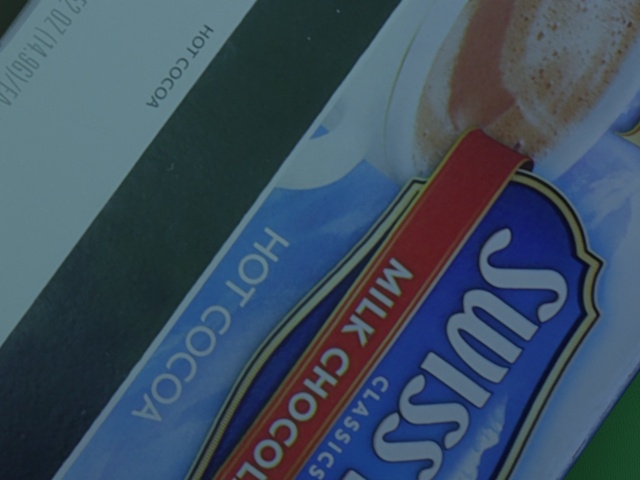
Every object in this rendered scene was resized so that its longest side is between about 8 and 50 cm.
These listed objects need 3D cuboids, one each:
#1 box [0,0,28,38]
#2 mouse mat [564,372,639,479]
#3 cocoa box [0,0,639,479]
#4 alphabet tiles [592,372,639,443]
[{"bbox_3d":[-0.100,-0.140,0.910,0.275,0.113,0.094,-11,63,6],"label":"box"},{"bbox_3d":[0.175,0.063,0.798,0.153,0.007,0.189,23,71,21],"label":"mouse mat"},{"bbox_3d":[0.000,0.000,0.699,0.228,0.231,0.347,36,85,3],"label":"cocoa box"},{"bbox_3d":[0.206,-0.041,0.850,0.343,0.011,0.285,4,66,14],"label":"alphabet tiles"}]
